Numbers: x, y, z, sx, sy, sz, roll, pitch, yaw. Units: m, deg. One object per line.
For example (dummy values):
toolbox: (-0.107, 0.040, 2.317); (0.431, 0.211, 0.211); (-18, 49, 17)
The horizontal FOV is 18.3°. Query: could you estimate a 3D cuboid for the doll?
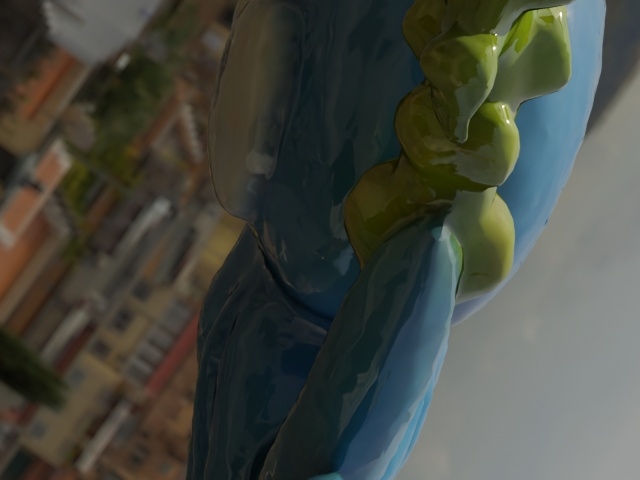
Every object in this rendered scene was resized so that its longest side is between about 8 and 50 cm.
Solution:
doll: (0.000, 0.000, 0.572); (0.346, 0.098, 0.341); (-68, -176, -54)
